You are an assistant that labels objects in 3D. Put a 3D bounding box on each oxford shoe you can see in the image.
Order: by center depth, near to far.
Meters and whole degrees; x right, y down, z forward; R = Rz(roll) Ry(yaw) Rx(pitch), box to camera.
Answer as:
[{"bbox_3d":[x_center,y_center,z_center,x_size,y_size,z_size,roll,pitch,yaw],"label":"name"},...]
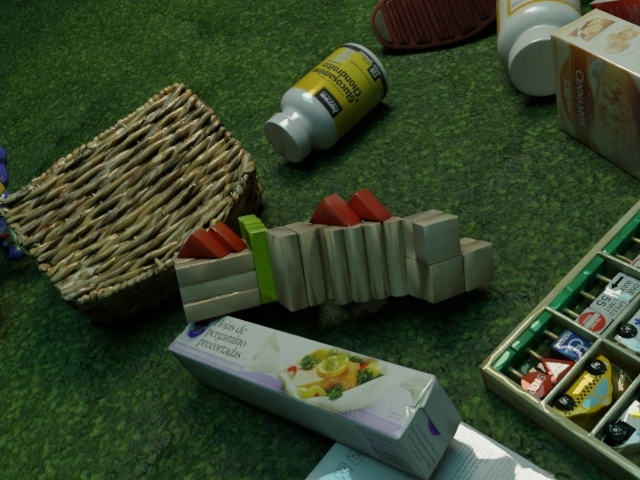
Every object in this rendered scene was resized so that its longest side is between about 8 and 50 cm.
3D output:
[{"bbox_3d":[0.253,-0.408,1.054,0.348,0.123,0.130,-16,19,17],"label":"oxford shoe"}]

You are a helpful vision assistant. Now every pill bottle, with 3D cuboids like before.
[{"bbox_3d":[0.306,-0.298,0.898,0.118,0.117,0.208,-6,45,20],"label":"pill bottle"},{"bbox_3d":[0.008,-0.199,0.946,0.103,0.103,0.184,27,63,40],"label":"pill bottle"}]

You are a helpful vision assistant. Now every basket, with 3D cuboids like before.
[{"bbox_3d":[-0.228,-0.022,0.886,0.299,0.223,0.213,-40,77,-16],"label":"basket"}]

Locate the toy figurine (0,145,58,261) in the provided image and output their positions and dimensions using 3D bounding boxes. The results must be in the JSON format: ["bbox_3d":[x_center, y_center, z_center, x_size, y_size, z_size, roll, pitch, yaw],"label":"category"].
[{"bbox_3d":[-0.537,-0.033,0.925,0.191,0.217,0.362,-9,45,30],"label":"toy figurine"}]

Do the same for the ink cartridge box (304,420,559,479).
[{"bbox_3d":[0.077,0.248,0.511,0.224,0.045,0.223,24,60,41],"label":"ink cartridge box"}]

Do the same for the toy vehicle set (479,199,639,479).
[{"bbox_3d":[0.297,0.079,0.588,0.267,0.035,0.166,-41,45,-17],"label":"toy vehicle set"}]

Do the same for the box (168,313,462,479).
[{"bbox_3d":[-0.024,0.132,0.613,0.324,0.067,0.063,6,48,46],"label":"box"}]

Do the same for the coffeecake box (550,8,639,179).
[{"bbox_3d":[0.349,-0.155,0.718,0.068,0.142,0.185,-30,43,-5],"label":"coffeecake box"}]

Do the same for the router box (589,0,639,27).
[{"bbox_3d":[0.542,-0.327,0.738,0.335,0.082,0.301,-28,17,4],"label":"router box"}]

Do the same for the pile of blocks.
[{"bbox_3d":[0.000,0.000,0.709,0.362,0.112,0.149,-5,17,9],"label":"pile of blocks"}]
